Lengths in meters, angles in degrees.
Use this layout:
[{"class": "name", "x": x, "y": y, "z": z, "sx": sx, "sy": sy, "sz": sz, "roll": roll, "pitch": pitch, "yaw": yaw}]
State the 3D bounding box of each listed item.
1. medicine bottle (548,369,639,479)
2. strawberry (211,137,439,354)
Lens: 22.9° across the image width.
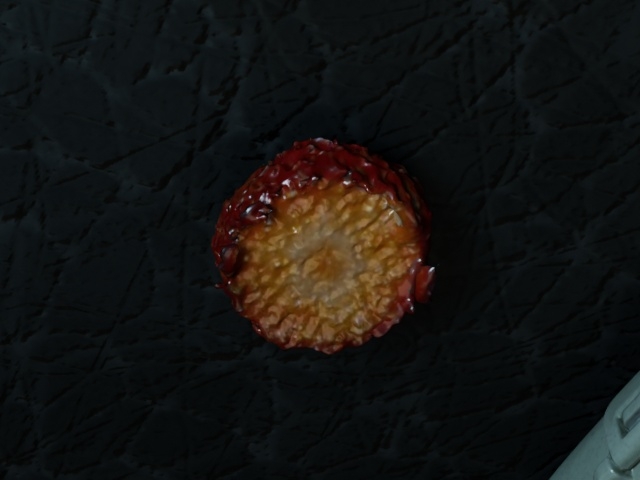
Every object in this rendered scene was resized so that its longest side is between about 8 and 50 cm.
[{"class": "medicine bottle", "x": 0.338, "y": 0.147, "z": 1.112, "sx": 0.282, "sy": 0.123, "sz": 0.375, "roll": 20, "pitch": 126, "yaw": -24}, {"class": "strawberry", "x": 0.000, "y": 0.000, "z": 0.979, "sx": 0.145, "sy": 0.086, "sz": 0.145, "roll": -4, "pitch": 131, "yaw": -5}]
